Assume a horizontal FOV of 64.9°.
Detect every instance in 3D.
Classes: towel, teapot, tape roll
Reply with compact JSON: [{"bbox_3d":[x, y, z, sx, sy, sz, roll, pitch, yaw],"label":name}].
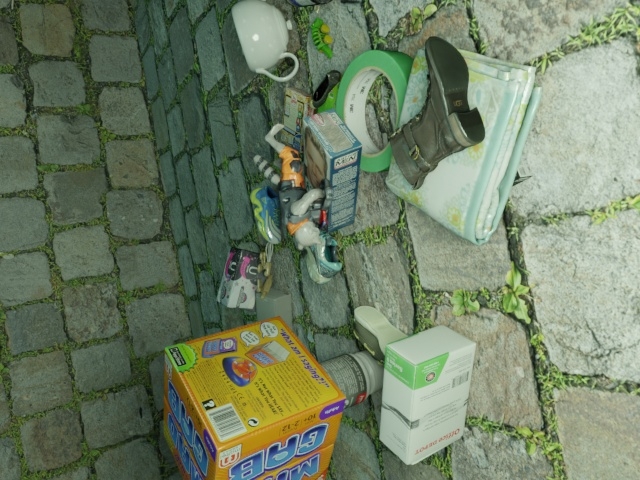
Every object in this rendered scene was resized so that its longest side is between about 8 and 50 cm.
[{"bbox_3d":[0.295,-0.221,1.110,0.320,0.090,0.374,46,134,48],"label":"towel"},{"bbox_3d":[-0.186,-0.713,1.742,0.256,0.187,0.252,74,180,-45],"label":"teapot"},{"bbox_3d":[0.161,-0.351,1.379,0.321,0.077,0.321,25,120,53],"label":"tape roll"}]

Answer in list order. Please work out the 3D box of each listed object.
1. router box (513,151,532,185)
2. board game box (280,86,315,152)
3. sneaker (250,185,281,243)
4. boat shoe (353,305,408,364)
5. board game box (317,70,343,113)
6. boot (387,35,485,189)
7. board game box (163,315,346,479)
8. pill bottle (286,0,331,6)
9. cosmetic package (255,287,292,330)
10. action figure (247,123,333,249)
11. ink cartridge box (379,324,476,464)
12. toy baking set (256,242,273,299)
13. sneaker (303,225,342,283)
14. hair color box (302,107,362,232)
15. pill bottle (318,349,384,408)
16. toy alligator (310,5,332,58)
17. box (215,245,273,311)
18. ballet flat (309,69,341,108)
[{"bbox_3d":[0.373,-0.196,1.112,0.133,0.046,0.179,-32,71,57],"label":"router box"},{"bbox_3d":[-0.081,-0.425,1.771,0.147,0.045,0.193,41,131,46],"label":"board game box"},{"bbox_3d":[-0.199,-0.108,2.012,0.126,0.091,0.240,-26,88,45],"label":"sneaker"},{"bbox_3d":[0.193,0.311,1.494,0.305,0.109,0.091,45,135,51],"label":"boat shoe"},{"bbox_3d":[0.041,-0.424,1.579,0.092,0.043,0.181,52,139,38],"label":"board game box"},{"bbox_3d":[0.214,-0.260,1.062,0.229,0.091,0.263,-28,74,58],"label":"boot"},{"bbox_3d":[-0.199,0.488,1.386,0.356,0.356,0.356,42,133,43],"label":"board game box"},{"bbox_3d":[-0.019,-0.768,1.502,0.219,0.123,0.123,28,121,51],"label":"pill bottle"},{"bbox_3d":[-0.191,0.328,2.093,0.127,0.107,0.238,9,109,42],"label":"cosmetic package"},{"bbox_3d":[-0.083,-0.122,1.476,0.341,0.178,0.330,112,140,-67],"label":"action figure"},{"bbox_3d":[0.269,0.390,1.289,0.121,0.211,0.289,27,121,52],"label":"ink cartridge box"},{"bbox_3d":[-0.214,0.111,2.043,0.256,0.030,0.197,-72,-14,-63],"label":"toy baking set"},{"bbox_3d":[0.000,0.000,1.740,0.122,0.110,0.283,-33,73,37],"label":"sneaker"},{"bbox_3d":[0.029,-0.197,1.505,0.174,0.105,0.347,57,161,31],"label":"hair color box"},{"bbox_3d":[0.054,0.449,1.581,0.161,0.283,0.161,22,117,53],"label":"pill bottle"},{"bbox_3d":[-0.008,-0.659,1.582,0.056,0.051,0.189,-28,75,57],"label":"toy alligator"},{"bbox_3d":[-0.326,0.166,2.153,0.142,0.163,0.247,9,84,56],"label":"box"},{"bbox_3d":[0.004,-0.462,1.538,0.173,0.049,0.057,-41,63,54],"label":"ballet flat"}]
